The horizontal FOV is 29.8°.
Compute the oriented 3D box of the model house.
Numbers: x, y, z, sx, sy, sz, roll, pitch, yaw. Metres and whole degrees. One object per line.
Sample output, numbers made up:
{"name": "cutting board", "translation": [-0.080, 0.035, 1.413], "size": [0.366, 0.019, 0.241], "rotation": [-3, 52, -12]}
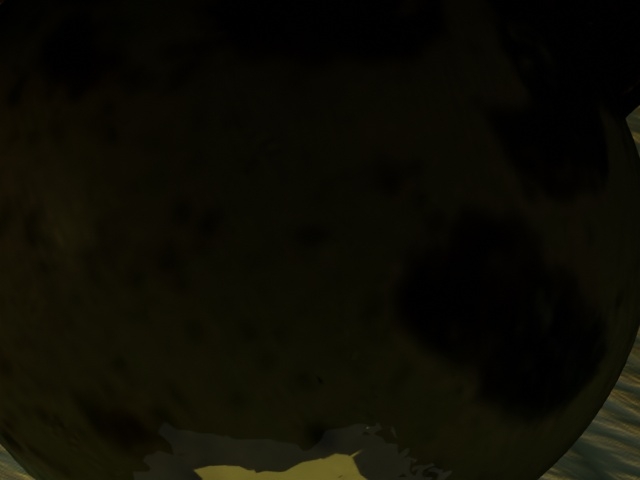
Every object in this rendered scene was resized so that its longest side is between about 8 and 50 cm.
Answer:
{"name": "model house", "translation": [0.191, -0.146, 0.831], "size": [0.141, 0.164, 0.203], "rotation": [1, -169, -1]}

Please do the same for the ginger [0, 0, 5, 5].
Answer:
{"name": "ginger", "translation": [-0.145, -0.153, 0.786], "size": [0.205, 0.081, 0.115], "rotation": [-12, -174, -35]}

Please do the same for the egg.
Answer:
{"name": "egg", "translation": [0.000, 0.000, 0.645], "size": [0.345, 0.345, 0.428], "rotation": [4, 171, 41]}
